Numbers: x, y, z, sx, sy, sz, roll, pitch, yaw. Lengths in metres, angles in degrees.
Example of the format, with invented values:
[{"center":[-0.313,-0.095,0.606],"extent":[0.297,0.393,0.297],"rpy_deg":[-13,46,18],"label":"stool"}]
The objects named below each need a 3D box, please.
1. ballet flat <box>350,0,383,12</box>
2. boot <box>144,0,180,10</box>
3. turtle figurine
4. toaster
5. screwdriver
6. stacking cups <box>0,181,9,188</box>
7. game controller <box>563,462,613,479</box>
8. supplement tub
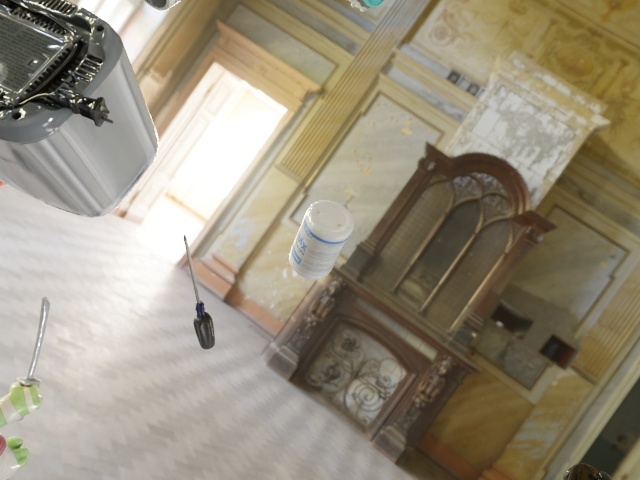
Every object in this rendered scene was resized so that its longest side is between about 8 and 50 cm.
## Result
[{"center":[0.021,-0.536,0.971],"extent":[0.147,0.147,0.409],"rpy_deg":[35,0,19],"label":"ballet flat"},{"center":[-0.191,-0.391,0.600],"extent":[0.244,0.176,0.088],"rpy_deg":[46,-23,-22],"label":"boot"},{"center":[-0.450,0.188,0.746],"extent":[0.198,0.266,0.275],"rpy_deg":[2,51,-13],"label":"turtle figurine"},{"center":[-0.230,-0.112,0.469],"extent":[0.227,0.129,0.146],"rpy_deg":[24,-22,14],"label":"toaster"},{"center":[-0.148,0.063,0.698],"extent":[0.024,0.170,0.025],"rpy_deg":[22,36,36],"label":"screwdriver"},{"center":[-0.396,-0.084,0.596],"extent":[0.096,0.096,0.316],"rpy_deg":[36,-4,-7],"label":"stacking cups"},{"center":[0.310,0.361,0.596],"extent":[0.166,0.067,0.319],"rpy_deg":[35,24,21],"label":"game controller"},{"center":[0.000,0.000,0.828],"extent":[0.071,0.071,0.107],"rpy_deg":[35,-43,9],"label":"supplement tub"}]
